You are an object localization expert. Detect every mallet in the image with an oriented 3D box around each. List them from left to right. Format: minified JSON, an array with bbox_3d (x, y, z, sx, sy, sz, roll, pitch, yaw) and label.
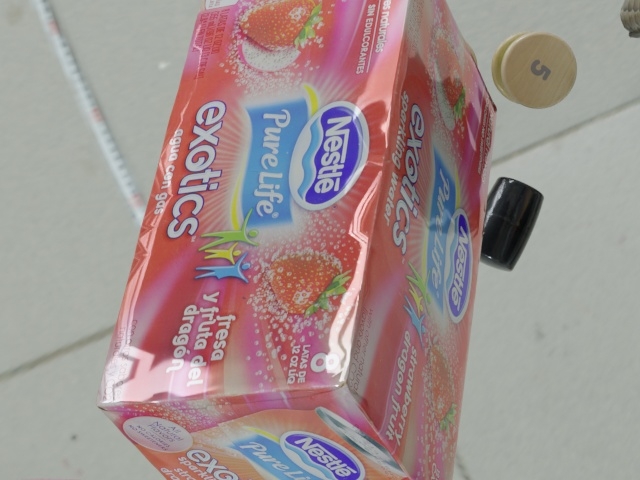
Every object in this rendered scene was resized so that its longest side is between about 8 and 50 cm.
[{"bbox_3d":[0.075,-0.018,1.227,0.190,0.039,0.062,7,73,44],"label":"mallet"}]

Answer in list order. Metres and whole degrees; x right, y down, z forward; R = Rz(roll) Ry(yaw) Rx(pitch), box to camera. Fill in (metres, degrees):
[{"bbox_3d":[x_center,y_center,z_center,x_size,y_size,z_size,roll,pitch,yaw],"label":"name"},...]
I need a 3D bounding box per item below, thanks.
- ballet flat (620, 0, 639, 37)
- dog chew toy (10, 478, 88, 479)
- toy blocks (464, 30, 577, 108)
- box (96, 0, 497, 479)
[{"bbox_3d":[0.208,-0.144,0.692,0.250,0.084,0.058,-25,94,58],"label":"ballet flat"},{"bbox_3d":[-0.040,0.135,0.291,0.332,0.207,0.206,14,112,38],"label":"dog chew toy"},{"bbox_3d":[0.110,-0.127,1.225,0.123,0.148,0.054,1,99,-5],"label":"toy blocks"},{"bbox_3d":[0.000,0.000,0.956,0.142,0.300,0.154,-7,141,23],"label":"box"}]
